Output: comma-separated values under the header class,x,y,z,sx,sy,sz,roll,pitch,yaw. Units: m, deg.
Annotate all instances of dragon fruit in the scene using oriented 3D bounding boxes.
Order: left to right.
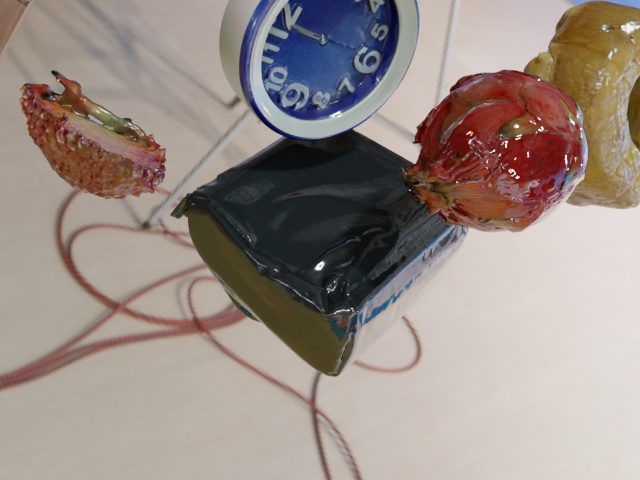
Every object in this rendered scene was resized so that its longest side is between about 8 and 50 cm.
class,x,y,z,sx,sy,sz,roll,pitch,yaw
dragon fruit,0.189,-0.091,1.042,0.209,0.172,0.172,-37,73,-27

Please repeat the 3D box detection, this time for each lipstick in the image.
class,x,y,z,sx,sy,sz,roll,pitch,yaw
lipstick,-0.371,-0.225,1.109,0.045,0.145,0.045,31,23,-19

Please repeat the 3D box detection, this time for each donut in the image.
class,x,y,z,sx,sy,sz,roll,pitch,yaw
donut,0.437,-0.202,1.516,0.150,0.299,0.317,17,-11,45

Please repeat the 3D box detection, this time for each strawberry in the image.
class,x,y,z,sx,sy,sz,roll,pitch,yaw
strawberry,-0.240,-0.090,0.995,0.167,0.087,0.208,31,11,-13

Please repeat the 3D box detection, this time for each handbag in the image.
class,x,y,z,sx,sy,sz,roll,pitch,yaw
handbag,0.000,0.003,1.229,0.275,0.178,0.302,30,44,22

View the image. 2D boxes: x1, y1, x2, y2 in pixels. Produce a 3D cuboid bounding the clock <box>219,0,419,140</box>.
class,x,y,z,sx,sy,sz,roll,pitch,yaw
clock,0.000,-0.232,1.142,0.230,0.230,0.083,7,30,-38
